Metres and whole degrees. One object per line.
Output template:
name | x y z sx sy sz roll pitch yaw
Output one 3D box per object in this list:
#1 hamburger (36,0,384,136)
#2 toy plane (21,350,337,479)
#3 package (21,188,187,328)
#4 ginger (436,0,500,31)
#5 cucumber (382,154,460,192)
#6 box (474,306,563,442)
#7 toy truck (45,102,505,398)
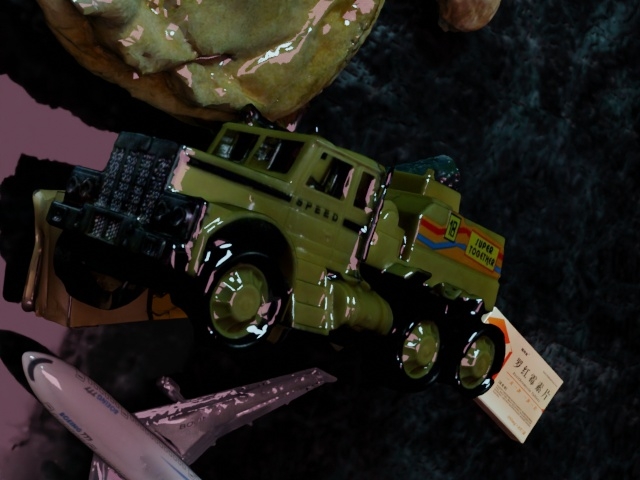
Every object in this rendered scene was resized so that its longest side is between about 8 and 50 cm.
hamburger | -0.057 -0.157 0.477 0.206 0.130 0.183 28 94 -41
toy plane | -0.088 0.136 0.504 0.226 0.058 0.226 -47 109 -15
package | -0.097 0.008 0.496 0.131 0.047 0.071 -2 95 -49
ginger | 0.024 -0.267 0.521 0.148 0.081 0.333 -41 112 -1
cucumber | 0.029 -0.029 0.575 0.133 0.032 0.032 -15 100 -27
box | 0.134 0.098 0.649 0.093 0.015 0.058 46 73 -24
toy truck | -0.003 0.004 0.465 0.257 0.127 0.127 14 92 -46
